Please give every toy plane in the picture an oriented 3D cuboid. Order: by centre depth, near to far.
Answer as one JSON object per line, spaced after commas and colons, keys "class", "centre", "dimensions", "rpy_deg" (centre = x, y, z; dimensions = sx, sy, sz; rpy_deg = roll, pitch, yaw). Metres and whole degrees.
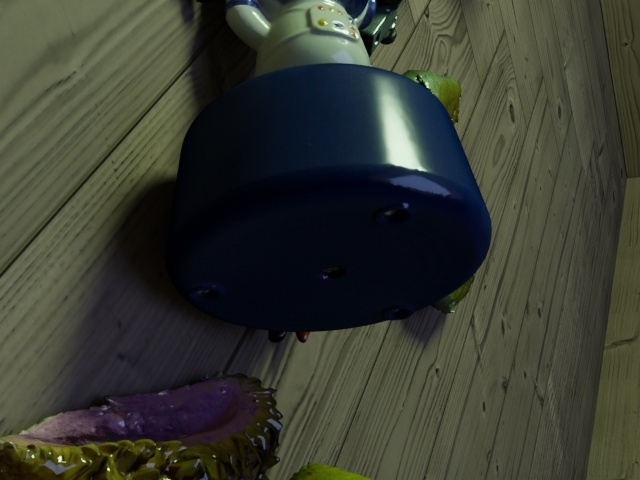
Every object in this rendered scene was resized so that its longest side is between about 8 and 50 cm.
{"class": "toy plane", "centre": [0.049, -0.253, 1.068], "dimensions": [0.192, 0.088, 0.262], "rpy_deg": [96, 11, -58]}

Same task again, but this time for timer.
{"class": "timer", "centre": [-0.009, -0.136, 0.810], "dimensions": [0.270, 0.270, 0.384], "rpy_deg": [41, 37, -55]}

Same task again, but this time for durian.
{"class": "durian", "centre": [-0.110, 0.207, 0.672], "dimensions": [0.341, 0.112, 0.191], "rpy_deg": [4, 82, -65]}

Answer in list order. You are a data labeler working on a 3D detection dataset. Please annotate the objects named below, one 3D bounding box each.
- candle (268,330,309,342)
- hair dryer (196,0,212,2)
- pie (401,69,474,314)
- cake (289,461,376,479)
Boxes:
{"class": "candle", "centre": [0.000, 0.000, 0.972], "dimensions": [0.302, 0.059, 0.084], "rpy_deg": [-64, 151, -45]}
{"class": "hair dryer", "centre": [-0.097, -0.376, 0.728], "dimensions": [0.320, 0.155, 0.284], "rpy_deg": [9, 69, -71]}
{"class": "pie", "centre": [0.168, -0.064, 1.295], "dimensions": [0.296, 0.078, 0.371], "rpy_deg": [-59, 138, -46]}
{"class": "cake", "centre": [0.010, 0.350, 0.834], "dimensions": [0.179, 0.156, 0.261], "rpy_deg": [-44, 139, -47]}
